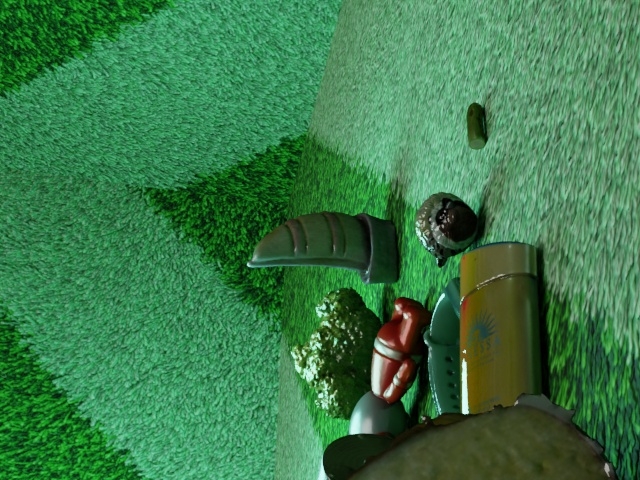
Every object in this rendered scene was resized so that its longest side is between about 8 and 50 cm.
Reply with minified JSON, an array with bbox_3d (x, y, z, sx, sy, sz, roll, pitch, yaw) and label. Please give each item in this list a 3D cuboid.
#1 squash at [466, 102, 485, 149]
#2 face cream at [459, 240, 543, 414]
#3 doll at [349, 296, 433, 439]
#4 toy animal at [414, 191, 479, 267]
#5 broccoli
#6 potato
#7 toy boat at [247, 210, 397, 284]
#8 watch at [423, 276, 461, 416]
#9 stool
[{"bbox_3d":[0.239,-0.180,1.878,0.027,0.027,0.083,108,167,-52],"label":"squash"},{"bbox_3d":[0.223,0.129,1.516,0.139,0.067,0.285,-37,42,50],"label":"face cream"},{"bbox_3d":[0.120,0.269,2.090,0.200,0.105,0.336,-137,63,-78],"label":"doll"},{"bbox_3d":[0.196,-0.006,1.840,0.098,0.098,0.137,-97,-5,-61],"label":"toy animal"},{"bbox_3d":[0.027,0.223,2.452,0.302,0.186,0.254,-170,78,-76],"label":"broccoli"},{"bbox_3d":[0.175,0.306,1.195,0.237,0.301,0.288,55,-160,-61],"label":"potato"},{"bbox_3d":[0.029,-0.002,2.482,0.276,0.294,0.111,-64,-13,-63],"label":"toy boat"},{"bbox_3d":[0.204,0.157,1.701,0.237,0.068,0.195,-110,26,-65],"label":"watch"},{"bbox_3d":[0.066,0.468,1.969,0.179,0.179,0.264,-97,16,-61],"label":"stool"}]
